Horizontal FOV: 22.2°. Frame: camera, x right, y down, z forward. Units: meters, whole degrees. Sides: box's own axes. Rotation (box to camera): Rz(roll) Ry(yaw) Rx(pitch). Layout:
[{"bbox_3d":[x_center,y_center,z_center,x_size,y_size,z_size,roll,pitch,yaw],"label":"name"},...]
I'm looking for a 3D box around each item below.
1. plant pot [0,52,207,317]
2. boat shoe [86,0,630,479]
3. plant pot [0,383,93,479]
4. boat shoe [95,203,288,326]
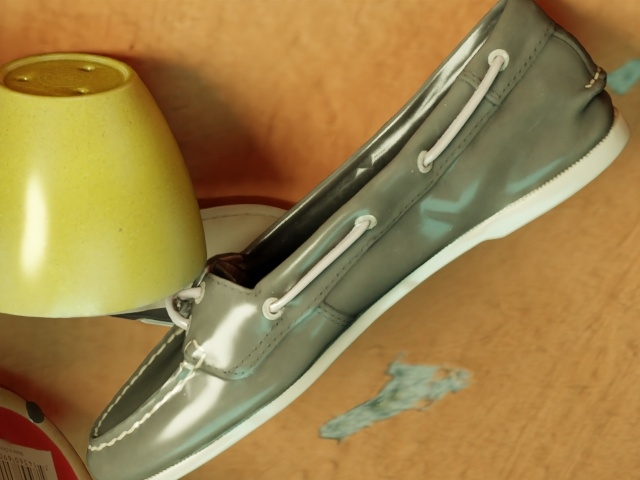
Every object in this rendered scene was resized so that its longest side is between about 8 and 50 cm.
[{"bbox_3d":[-0.121,-0.035,0.784,0.134,0.134,0.095,-4,116,-14],"label":"plant pot"},{"bbox_3d":[0.000,0.000,0.839,0.335,0.112,0.095,-36,106,1],"label":"boat shoe"},{"bbox_3d":[-0.232,0.189,0.962,0.174,0.191,0.191,-34,139,19],"label":"plant pot"},{"bbox_3d":[-0.077,0.014,0.919,0.206,0.075,0.065,3,-178,-31],"label":"boat shoe"}]
